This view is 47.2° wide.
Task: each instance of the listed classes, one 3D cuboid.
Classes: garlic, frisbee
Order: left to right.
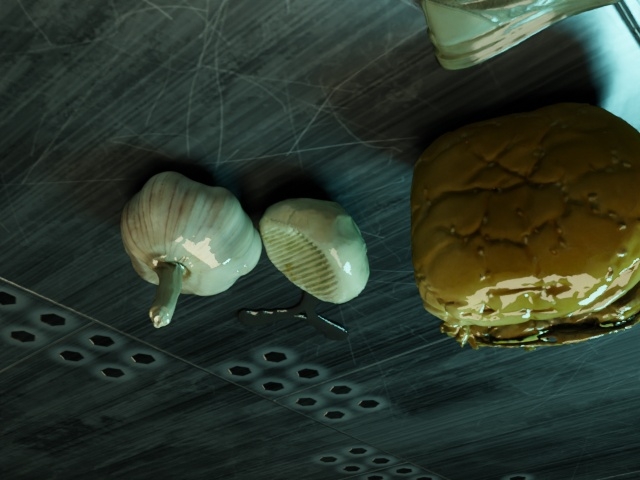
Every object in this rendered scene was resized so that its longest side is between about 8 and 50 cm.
[{"bbox_3d":[-0.184,0.036,0.980,0.199,0.226,0.199,4,136,3],"label":"garlic"},{"bbox_3d":[-0.032,0.121,1.287,0.211,0.012,0.187,10,143,-12],"label":"frisbee"}]

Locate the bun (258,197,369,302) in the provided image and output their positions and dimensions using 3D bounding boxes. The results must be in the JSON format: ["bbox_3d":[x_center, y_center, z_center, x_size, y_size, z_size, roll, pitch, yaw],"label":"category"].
[{"bbox_3d":[0.000,0.000,1.040,0.183,0.102,0.183,30,150,19],"label":"bun"}]

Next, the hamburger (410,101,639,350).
[{"bbox_3d":[0.251,-0.019,0.855,0.318,0.319,0.158,-15,145,20],"label":"hamburger"}]

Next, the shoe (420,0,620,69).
[{"bbox_3d":[0.214,-0.258,0.683,0.274,0.103,0.098,-22,128,26],"label":"shoe"}]
